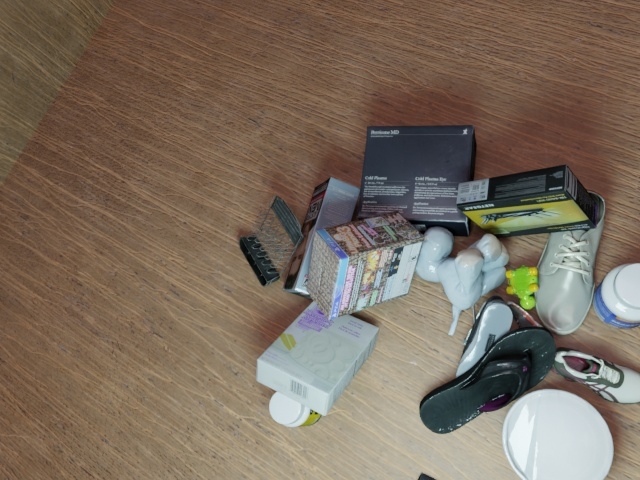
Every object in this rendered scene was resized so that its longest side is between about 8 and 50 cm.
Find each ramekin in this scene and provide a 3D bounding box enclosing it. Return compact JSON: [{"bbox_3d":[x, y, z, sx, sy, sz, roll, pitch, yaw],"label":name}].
[{"bbox_3d":[0.632,0.540,1.560,0.272,0.127,0.273,-5,74,16],"label":"ramekin"}]

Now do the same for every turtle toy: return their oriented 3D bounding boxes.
[{"bbox_3d":[0.601,0.137,1.693,0.095,0.066,0.130,-12,69,43],"label":"turtle toy"}]

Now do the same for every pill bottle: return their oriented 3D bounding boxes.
[{"bbox_3d":[-0.072,0.504,1.751,0.119,0.208,0.119,-5,74,16],"label":"pill bottle"},{"bbox_3d":[0.823,0.146,1.534,0.152,0.272,0.152,-5,73,17],"label":"pill bottle"}]

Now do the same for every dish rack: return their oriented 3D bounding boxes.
[{"bbox_3d":[-0.163,-0.004,1.929,0.208,0.074,0.271,55,135,25],"label":"dish rack"}]

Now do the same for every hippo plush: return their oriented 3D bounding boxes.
[{"bbox_3d":[0.412,0.076,1.756,0.236,0.234,0.294,35,130,40],"label":"hippo plush"}]

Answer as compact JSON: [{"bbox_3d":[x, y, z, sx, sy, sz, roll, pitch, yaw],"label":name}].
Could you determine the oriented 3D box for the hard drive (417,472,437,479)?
[{"bbox_3d":[0.355,0.794,1.614,0.254,0.054,0.172,28,85,23],"label":"hard drive"}]

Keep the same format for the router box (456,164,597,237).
[{"bbox_3d":[0.577,-0.099,1.618,0.309,0.243,0.081,-7,63,43],"label":"router box"}]

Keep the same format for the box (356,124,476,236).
[{"bbox_3d":[0.313,-0.190,1.845,0.343,0.179,0.313,4,77,18],"label":"box"}]

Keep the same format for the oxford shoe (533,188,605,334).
[{"bbox_3d":[0.725,0.048,1.675,0.169,0.130,0.449,14,80,19],"label":"oxford shoe"}]

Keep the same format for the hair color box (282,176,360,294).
[{"bbox_3d":[0.000,0.000,1.874,0.113,0.185,0.374,19,79,-13],"label":"hair color box"}]

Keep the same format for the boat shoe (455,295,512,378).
[{"bbox_3d":[0.470,0.306,1.689,0.113,0.105,0.306,12,104,5],"label":"boat shoe"}]

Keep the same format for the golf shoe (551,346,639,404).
[{"bbox_3d":[0.766,0.371,1.572,0.273,0.120,0.105,17,78,20],"label":"golf shoe"}]

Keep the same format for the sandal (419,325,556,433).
[{"bbox_3d":[0.474,0.413,1.605,0.446,0.107,0.167,-43,99,16],"label":"sandal"}]

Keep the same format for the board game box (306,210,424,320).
[{"bbox_3d":[0.127,0.070,1.685,0.291,0.232,0.141,-14,42,-27],"label":"board game box"}]

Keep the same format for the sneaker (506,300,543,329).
[{"bbox_3d":[0.598,0.246,1.695,0.065,0.061,0.158,-48,65,9],"label":"sneaker"}]

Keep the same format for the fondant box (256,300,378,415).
[{"bbox_3d":[-0.004,0.339,1.731,0.238,0.330,0.096,21,125,22],"label":"fondant box"}]
